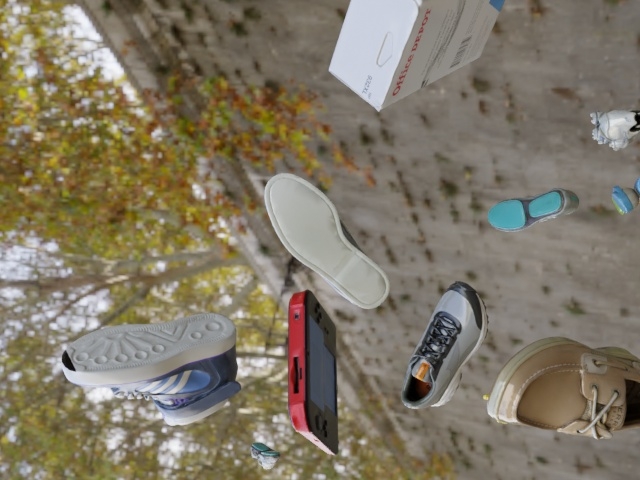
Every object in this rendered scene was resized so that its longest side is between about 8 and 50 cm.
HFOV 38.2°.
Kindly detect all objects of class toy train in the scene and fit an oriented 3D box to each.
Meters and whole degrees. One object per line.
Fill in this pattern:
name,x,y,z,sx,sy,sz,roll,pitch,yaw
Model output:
toy train,0.697,-0.104,2.000,0.105,0.143,0.248,61,-173,10

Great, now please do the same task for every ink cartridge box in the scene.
ink cartridge box,0.180,-0.386,1.574,0.307,0.129,0.223,-33,-25,-39

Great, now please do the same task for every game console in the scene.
game console,-0.007,0.354,2.483,0.342,0.060,0.386,52,-146,-58

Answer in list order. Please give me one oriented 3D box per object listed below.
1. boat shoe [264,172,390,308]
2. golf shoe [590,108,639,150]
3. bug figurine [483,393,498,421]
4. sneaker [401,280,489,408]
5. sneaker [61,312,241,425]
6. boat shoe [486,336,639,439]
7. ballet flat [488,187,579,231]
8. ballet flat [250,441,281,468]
boat shoe,0.000,0.000,1.700,0.116,0.099,0.319,-45,-68,-5
golf shoe,0.544,-0.199,1.630,0.176,0.086,0.069,-9,-90,-55
bug figurine,0.516,0.363,2.105,0.216,0.279,0.072,53,-155,-74
sneaker,0.224,0.201,1.694,0.108,0.100,0.271,-12,-54,-49
sneaker,-0.300,0.267,1.666,0.323,0.130,0.236,-11,-51,-28
boat shoe,0.364,0.205,1.248,0.341,0.110,0.121,1,-67,-39
ballet flat,0.449,-0.060,1.938,0.068,0.213,0.072,2,-101,-37
ballet flat,-0.101,0.409,1.737,0.114,0.041,0.041,178,96,-68
